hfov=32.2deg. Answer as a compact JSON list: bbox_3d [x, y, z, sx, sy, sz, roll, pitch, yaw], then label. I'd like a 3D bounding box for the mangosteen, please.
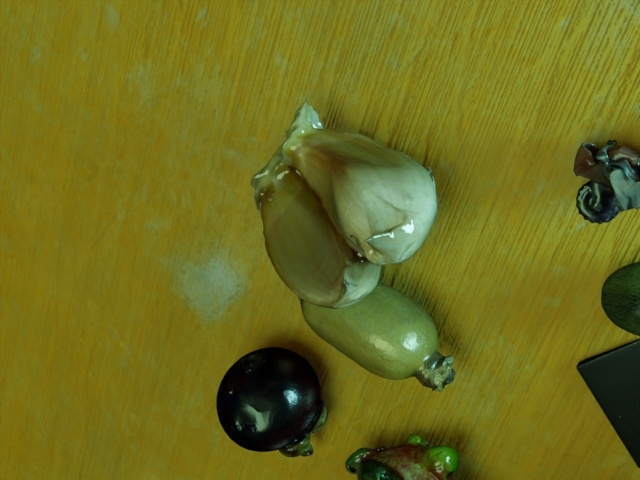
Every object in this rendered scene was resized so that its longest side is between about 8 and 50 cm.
[{"bbox_3d":[-0.077,0.301,1.997,0.194,0.194,0.230,-18,129,36],"label":"mangosteen"}]

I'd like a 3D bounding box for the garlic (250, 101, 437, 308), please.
[{"bbox_3d":[0.037,-0.039,1.724,0.286,0.249,0.313,-45,58,-1],"label":"garlic"}]

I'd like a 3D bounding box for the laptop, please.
[{"bbox_3d":[0.498,0.249,1.707,0.135,0.016,0.197,-29,95,36],"label":"laptop"}]

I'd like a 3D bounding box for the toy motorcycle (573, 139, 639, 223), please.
[{"bbox_3d":[0.442,-0.107,1.547,0.212,0.084,0.118,-26,94,29],"label":"toy motorcycle"}]

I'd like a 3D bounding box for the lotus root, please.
[{"bbox_3d":[0.089,0.137,1.830,0.303,0.146,0.131,29,129,26],"label":"lotus root"}]

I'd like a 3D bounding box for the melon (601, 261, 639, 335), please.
[{"bbox_3d":[0.484,0.087,1.580,0.167,0.114,0.114,10,115,30],"label":"melon"}]

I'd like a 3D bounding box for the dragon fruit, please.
[{"bbox_3d":[0.156,0.467,1.912,0.268,0.130,0.295,45,139,41],"label":"dragon fruit"}]
